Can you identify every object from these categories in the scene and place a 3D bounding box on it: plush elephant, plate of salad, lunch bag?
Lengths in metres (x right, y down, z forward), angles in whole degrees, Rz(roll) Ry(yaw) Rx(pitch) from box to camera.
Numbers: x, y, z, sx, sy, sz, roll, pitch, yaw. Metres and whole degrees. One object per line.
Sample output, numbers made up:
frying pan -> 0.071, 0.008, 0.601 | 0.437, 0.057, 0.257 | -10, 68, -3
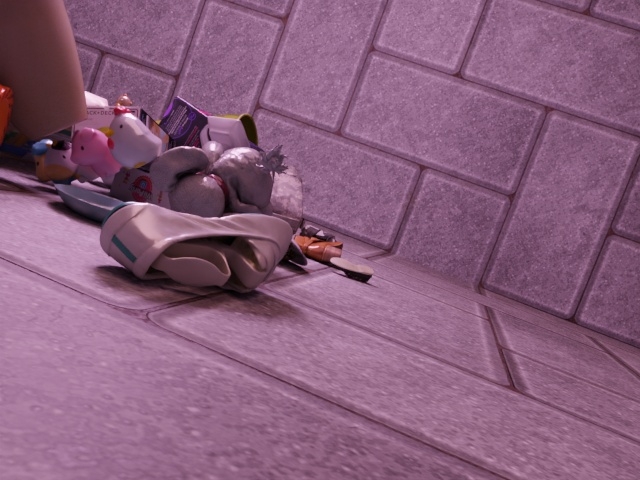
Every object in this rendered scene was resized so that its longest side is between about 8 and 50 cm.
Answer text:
plush elephant -> -0.237, -0.091, 1.522 | 0.255, 0.272, 0.330 | -26, -5, -32
plate of salad -> -0.117, 0.006, 1.735 | 0.200, 0.048, 0.200 | 37, -15, 12
lunch bag -> -0.211, -0.140, 2.238 | 0.305, 0.212, 0.256 | 16, 23, -21

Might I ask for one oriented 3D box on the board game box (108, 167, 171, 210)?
board game box -> -0.367, -0.104, 1.831 | 0.224, 0.097, 0.303 | 22, 5, 30

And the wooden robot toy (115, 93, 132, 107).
wooden robot toy -> -0.491, -0.332, 1.760 | 0.076, 0.079, 0.173 | 2, -8, 5

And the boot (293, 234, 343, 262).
boot -> -0.011, 0.019, 2.111 | 0.152, 0.073, 0.197 | 16, 2, 1

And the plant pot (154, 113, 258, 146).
plant pot -> -0.456, -0.306, 2.553 | 0.353, 0.366, 0.366 | 9, 2, 12

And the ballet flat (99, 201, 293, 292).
ballet flat -> -0.165, 0.028, 1.109 | 0.139, 0.139, 0.400 | 24, 10, 36

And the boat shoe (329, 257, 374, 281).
boat shoe -> 0.084, 0.084, 1.944 | 0.133, 0.042, 0.049 | 18, 30, -18

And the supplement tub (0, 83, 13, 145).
supplement tub -> -0.765, -0.266, 1.263 | 0.338, 0.207, 0.207 | 19, 5, -14

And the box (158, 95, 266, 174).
box -> -0.317, -0.259, 1.938 | 0.270, 0.165, 0.143 | 36, 8, 17

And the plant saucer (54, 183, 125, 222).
plant saucer -> -0.437, -0.063, 1.376 | 0.195, 0.037, 0.195 | 20, 5, -2

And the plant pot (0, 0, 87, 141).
plant pot -> -0.604, -0.355, 1.426 | 0.256, 0.274, 0.256 | -21, 14, 6

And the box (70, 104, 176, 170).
box -> -0.487, -0.251, 1.733 | 0.169, 0.087, 0.290 | 3, -8, 4

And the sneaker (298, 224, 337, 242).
sneaker -> 0.000, 0.000, 2.319 | 0.106, 0.078, 0.234 | 19, 2, 18

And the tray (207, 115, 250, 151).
tray -> -0.206, -0.172, 1.699 | 0.030, 0.270, 0.145 | -34, 32, -30

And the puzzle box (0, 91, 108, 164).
puzzle box -> -0.750, -0.305, 1.646 | 0.409, 0.272, 0.052 | 13, 50, -53

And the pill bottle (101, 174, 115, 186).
pill bottle -> -0.541, -0.214, 1.994 | 0.152, 0.152, 0.272 | 25, 5, 43

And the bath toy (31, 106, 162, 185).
bath toy -> -0.492, -0.197, 1.494 | 0.348, 0.129, 0.151 | -8, 23, 40
